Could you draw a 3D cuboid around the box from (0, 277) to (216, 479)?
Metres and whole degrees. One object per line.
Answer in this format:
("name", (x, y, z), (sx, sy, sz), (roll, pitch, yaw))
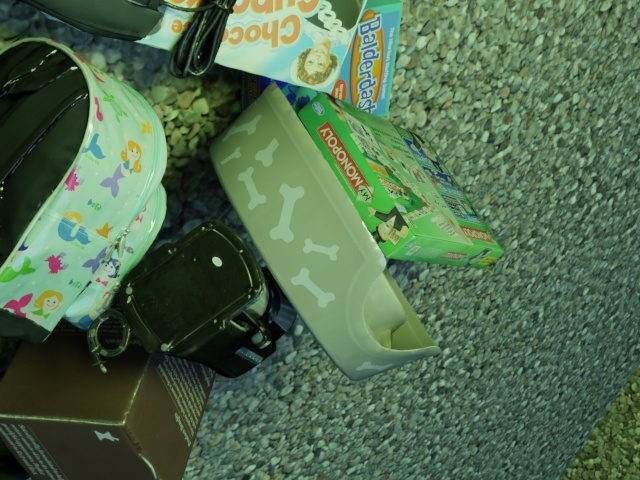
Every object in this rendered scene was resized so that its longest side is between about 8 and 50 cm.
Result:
("box", (-0.235, 0.164, 0.947), (0.203, 0.167, 0.168), (-75, 160, -44))

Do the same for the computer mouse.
("computer mouse", (-0.168, -0.258, 0.735), (0.262, 0.060, 0.184), (21, 108, -36))

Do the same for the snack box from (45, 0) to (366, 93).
("snack box", (-0.099, -0.276, 0.842), (0.322, 0.060, 0.187), (8, 114, -33))

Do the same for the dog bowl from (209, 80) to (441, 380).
("dog bowl", (0.000, 0.000, 0.920), (0.102, 0.348, 0.348), (-31, 139, 3))

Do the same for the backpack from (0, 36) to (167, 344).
("backpack", (-0.262, -0.051, 0.783), (0.191, 0.225, 0.253), (23, 99, -51))

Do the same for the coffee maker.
("coffee maker", (-0.121, 0.071, 0.839), (0.171, 0.120, 0.178), (-14, 161, 6))

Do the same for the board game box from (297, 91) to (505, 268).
("board game box", (0.115, -0.067, 1.076), (0.046, 0.213, 0.317), (-38, 158, 22))

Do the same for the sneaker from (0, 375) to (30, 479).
("sneaker", (-0.447, 0.220, 0.881), (0.330, 0.147, 0.129), (3, 117, -43))

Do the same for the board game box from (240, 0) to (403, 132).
("board game box", (0.001, -0.213, 1.037), (0.210, 0.047, 0.160), (-20, 132, -31))
